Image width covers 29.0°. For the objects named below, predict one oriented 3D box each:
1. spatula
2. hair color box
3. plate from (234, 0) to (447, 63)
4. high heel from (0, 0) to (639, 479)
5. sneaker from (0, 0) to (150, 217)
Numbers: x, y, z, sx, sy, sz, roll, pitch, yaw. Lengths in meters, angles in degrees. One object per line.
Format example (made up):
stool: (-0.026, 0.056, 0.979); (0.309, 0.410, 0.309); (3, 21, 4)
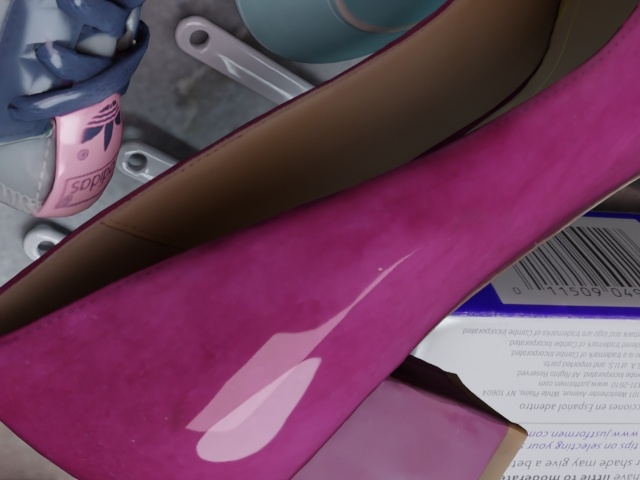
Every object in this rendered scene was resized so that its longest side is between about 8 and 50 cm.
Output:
spatula: (0.000, 0.000, 0.588); (0.242, 0.019, 0.168); (29, 112, -27)
hair color box: (0.082, 0.150, 0.627); (0.185, 0.110, 0.339); (3, 118, -18)
plate: (0.048, -0.135, 0.465); (0.188, 0.024, 0.188); (-33, 156, -17)
high heel: (0.042, -0.074, 0.407); (0.181, 0.127, 0.377); (29, 84, -27)
sneaker: (-0.081, -0.086, 0.392); (0.319, 0.112, 0.131); (-36, 84, 38)
